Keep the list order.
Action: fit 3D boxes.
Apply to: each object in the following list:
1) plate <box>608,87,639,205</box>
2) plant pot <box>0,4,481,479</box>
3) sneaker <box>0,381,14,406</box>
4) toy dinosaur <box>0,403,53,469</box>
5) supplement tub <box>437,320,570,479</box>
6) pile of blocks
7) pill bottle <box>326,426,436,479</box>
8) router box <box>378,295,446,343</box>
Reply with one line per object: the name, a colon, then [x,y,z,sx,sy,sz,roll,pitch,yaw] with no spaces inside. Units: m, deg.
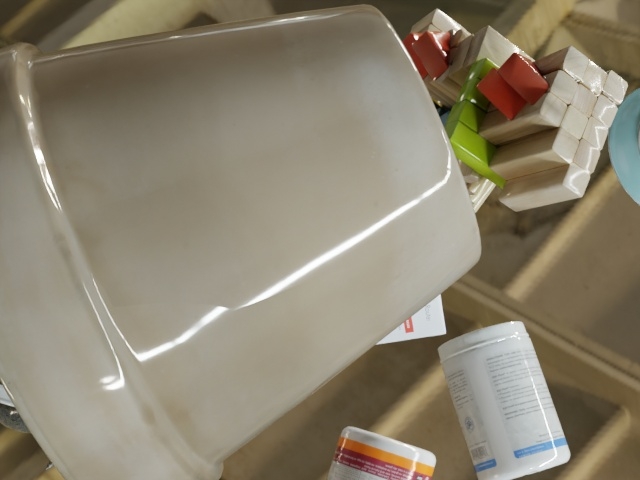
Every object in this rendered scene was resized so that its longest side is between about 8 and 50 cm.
plate: [0.450,-0.114,1.295,0.188,0.024,0.188,3,-106,-12]
plant pot: [-0.059,-0.018,0.698,0.280,0.323,0.323,-24,-138,-1]
sneaker: [-0.288,0.082,1.018,0.296,0.104,0.147,14,-94,11]
toy dinosaur: [-0.335,0.155,1.168,0.313,0.121,0.160,22,-77,25]
supplement tub: [0.134,0.120,0.764,0.071,0.071,0.107,-19,-106,13]
pile of blocks: [0.122,-0.125,0.925,0.149,0.112,0.362,-56,-160,5]
pill bottle: [0.051,0.344,1.238,0.121,0.121,0.221,11,-102,37]
router box: [0.000,0.000,1.401,0.301,0.335,0.082,-9,-146,4]
